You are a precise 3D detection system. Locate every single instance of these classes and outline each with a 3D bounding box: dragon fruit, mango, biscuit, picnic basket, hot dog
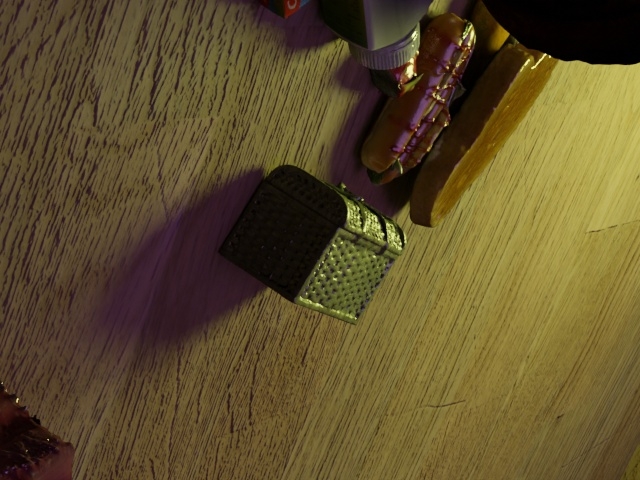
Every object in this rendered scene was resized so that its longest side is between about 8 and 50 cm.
[{"bbox_3d":[0.100,-0.219,2.055,0.056,0.060,0.083,-41,147,-21],"label":"dragon fruit"},{"bbox_3d":[0.234,-0.296,2.195,0.079,0.057,0.114,-36,150,-49],"label":"mango"},{"bbox_3d":[0.367,-0.394,1.940,0.407,0.407,0.091,-53,141,-8],"label":"biscuit"},{"bbox_3d":[0.000,0.000,2.049,0.154,0.134,0.196,-60,152,4],"label":"picnic basket"},{"bbox_3d":[0.134,-0.179,2.139,0.250,0.076,0.104,-63,153,7],"label":"hot dog"},{"bbox_3d":[0.231,-0.178,2.263,0.344,0.057,0.287,-51,168,-18],"label":"biscuit"}]

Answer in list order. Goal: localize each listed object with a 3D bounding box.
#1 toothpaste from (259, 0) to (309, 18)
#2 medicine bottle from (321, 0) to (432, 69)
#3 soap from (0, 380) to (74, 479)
[{"bbox_3d":[-0.049,-0.321,1.716,0.070,0.044,0.193,-40,148,-27],"label":"toothpaste"},{"bbox_3d":[0.069,-0.293,1.889,0.132,0.088,0.188,-44,151,-23],"label":"medicine bottle"},{"bbox_3d":[-0.409,0.253,1.557,0.325,0.220,0.127,-24,134,-48],"label":"soap"}]
